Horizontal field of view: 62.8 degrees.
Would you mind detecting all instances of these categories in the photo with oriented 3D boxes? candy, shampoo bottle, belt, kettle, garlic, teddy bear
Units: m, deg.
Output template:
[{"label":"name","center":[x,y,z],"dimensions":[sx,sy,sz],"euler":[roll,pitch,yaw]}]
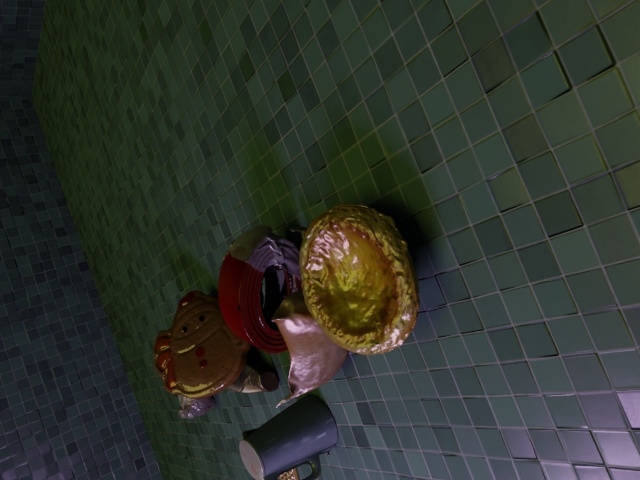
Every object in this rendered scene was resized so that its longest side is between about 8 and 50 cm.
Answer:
[{"label":"candy","center":[0.000,0.000,1.249],"dimensions":[0.182,0.053,0.046],"euler":[25,124,43]},{"label":"shampoo bottle","center":[-0.261,0.448,1.762],"dimensions":[0.350,0.084,0.125],"euler":[-5,95,53]},{"label":"belt","center":[-0.140,0.125,1.340],"dimensions":[0.115,0.227,0.323],"euler":[12,115,48]},{"label":"kettle","center":[-0.080,0.571,1.437],"dimensions":[0.210,0.243,0.160],"euler":[57,142,18]},{"label":"garlic","center":[-0.031,0.260,1.292],"dimensions":[0.151,0.196,0.338],"euler":[-126,30,-46]},{"label":"teddy bear","center":[-0.531,0.583,2.125],"dimensions":[0.236,0.151,0.267],"euler":[-25,88,53]}]

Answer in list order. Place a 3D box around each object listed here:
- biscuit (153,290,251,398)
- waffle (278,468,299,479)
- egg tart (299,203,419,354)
[{"label":"biscuit","center":[-0.405,0.339,1.758],"dimensions":[0.381,0.359,0.074],"euler":[63,-173,31]},{"label":"waffle","center":[-0.117,0.772,1.763],"dimensions":[0.135,0.021,0.092],"euler":[-5,102,53]},{"label":"egg tart","center":[0.091,0.073,1.087],"dimensions":[0.319,0.128,0.318],"euler":[11,107,40]}]
